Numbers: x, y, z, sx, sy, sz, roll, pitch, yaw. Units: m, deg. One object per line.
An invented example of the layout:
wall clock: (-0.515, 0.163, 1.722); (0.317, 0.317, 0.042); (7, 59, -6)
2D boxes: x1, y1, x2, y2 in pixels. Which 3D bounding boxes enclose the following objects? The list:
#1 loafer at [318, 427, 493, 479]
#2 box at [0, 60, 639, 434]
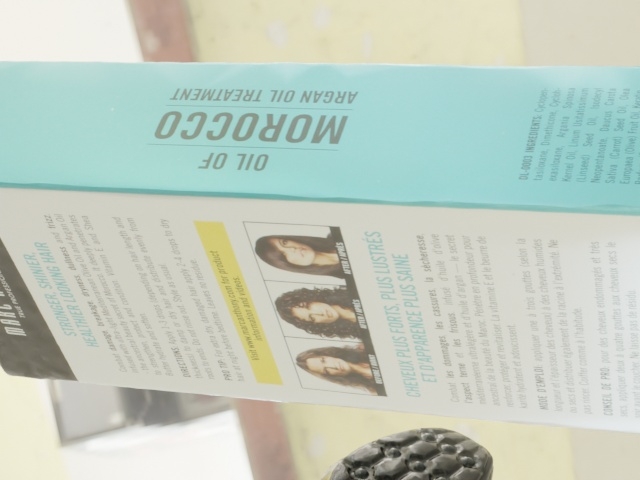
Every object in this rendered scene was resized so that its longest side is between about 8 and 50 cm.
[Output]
loafer: (0.013, 0.173, 0.709); (0.076, 0.223, 0.078); (27, 131, 30)
box: (0.000, 0.000, 0.423); (0.101, 0.244, 0.060); (74, -153, -45)
